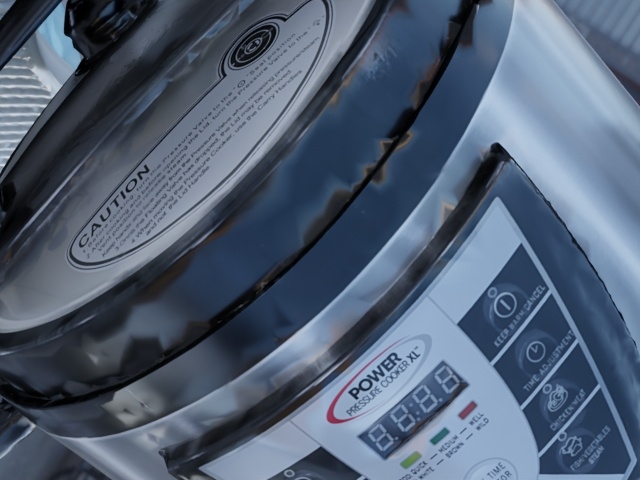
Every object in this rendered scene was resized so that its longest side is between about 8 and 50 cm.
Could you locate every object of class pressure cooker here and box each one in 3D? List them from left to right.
[{"bbox_3d":[-0.003,-0.001,0.722,0.375,0.420,0.370,-17,-141,43],"label":"pressure cooker"}]

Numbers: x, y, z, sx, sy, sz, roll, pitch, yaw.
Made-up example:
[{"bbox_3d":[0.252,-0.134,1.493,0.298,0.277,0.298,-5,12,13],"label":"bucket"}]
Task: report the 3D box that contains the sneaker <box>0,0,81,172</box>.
[{"bbox_3d":[-0.242,-0.162,0.790,0.135,0.150,0.366,-22,159,-5],"label":"sneaker"}]
